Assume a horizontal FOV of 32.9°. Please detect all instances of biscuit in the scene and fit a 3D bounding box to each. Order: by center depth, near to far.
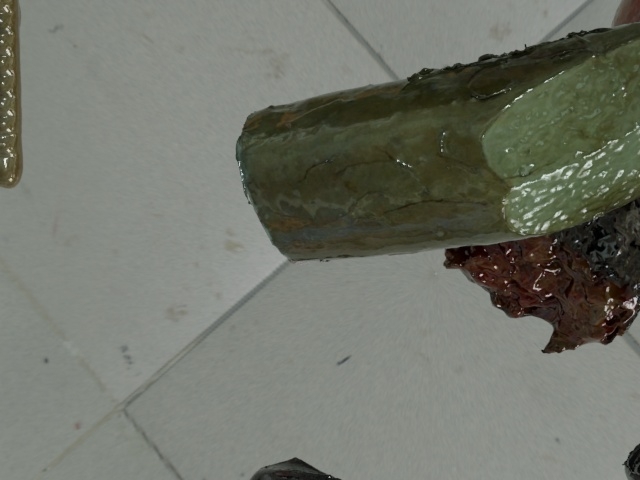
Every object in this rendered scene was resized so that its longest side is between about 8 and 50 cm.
[{"bbox_3d":[-0.344,-0.224,1.101,0.044,0.217,0.324,-5,104,-30],"label":"biscuit"}]

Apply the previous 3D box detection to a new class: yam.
[{"bbox_3d":[0.092,-0.051,0.602,0.259,0.106,0.106,-10,87,19],"label":"yam"}]

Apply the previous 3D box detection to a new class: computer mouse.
[{"bbox_3d":[-0.013,0.272,1.072,0.172,0.057,0.099,10,83,30],"label":"computer mouse"}]

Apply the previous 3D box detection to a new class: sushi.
[{"bbox_3d":[0.223,-0.040,1.161,0.343,0.196,0.182,36,52,-3],"label":"sushi"}]

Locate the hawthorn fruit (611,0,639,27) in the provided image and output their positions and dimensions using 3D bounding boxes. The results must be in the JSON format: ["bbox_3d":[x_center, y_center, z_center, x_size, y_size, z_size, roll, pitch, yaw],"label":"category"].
[{"bbox_3d":[0.288,-0.119,0.687,0.185,0.202,0.185,-6,114,-14],"label":"hawthorn fruit"}]

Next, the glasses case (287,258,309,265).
[{"bbox_3d":[0.000,0.000,1.129,0.083,0.021,0.032,-23,61,26],"label":"glasses case"}]

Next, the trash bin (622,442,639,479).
[{"bbox_3d":[0.391,0.269,0.862,0.217,0.277,0.262,-21,90,-18],"label":"trash bin"}]
